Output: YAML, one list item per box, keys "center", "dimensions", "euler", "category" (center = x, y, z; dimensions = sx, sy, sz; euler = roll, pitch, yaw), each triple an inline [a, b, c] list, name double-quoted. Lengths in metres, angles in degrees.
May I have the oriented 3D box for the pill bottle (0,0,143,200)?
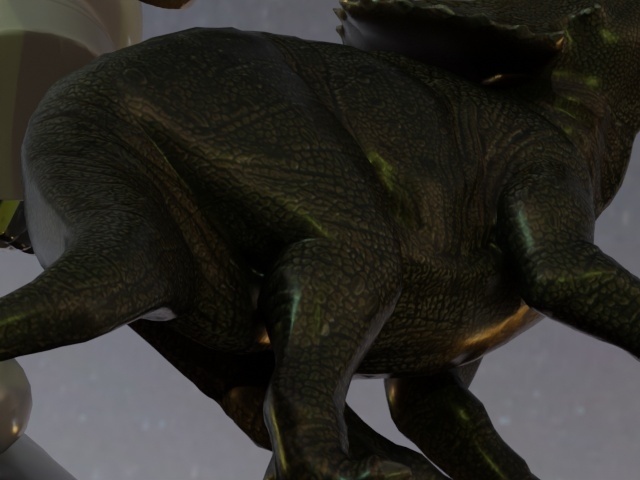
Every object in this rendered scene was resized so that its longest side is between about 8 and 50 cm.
- center: [-0.130, -0.103, 0.803]
  dimensions: [0.108, 0.180, 0.108]
  euler: [-7, -51, -9]
  category: "pill bottle"

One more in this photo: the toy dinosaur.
- center: [0.000, 0.000, 0.477]
  dimensions: [0.314, 0.160, 0.121]
  euler: [-17, -32, -42]
  category: "toy dinosaur"

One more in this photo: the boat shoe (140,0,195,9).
- center: [-0.068, -0.163, 0.673]
  dimensions: [0.059, 0.170, 0.063]
  euler: [-38, -20, 32]
  category: "boat shoe"

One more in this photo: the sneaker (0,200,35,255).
- center: [-0.229, -0.051, 1.045]
  dimensions: [0.147, 0.385, 0.145]
  euler: [3, -80, 22]
  category: "sneaker"

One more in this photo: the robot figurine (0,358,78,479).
- center: [-0.147, 0.174, 0.728]
  dimensions: [0.200, 0.299, 0.353]
  euler: [-5, 14, -26]
  category: "robot figurine"
